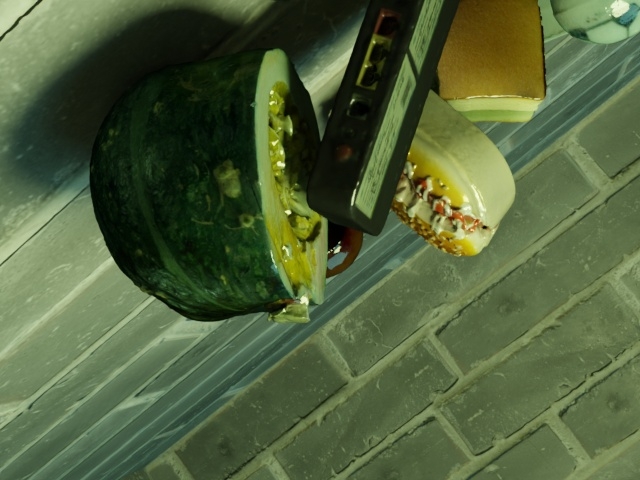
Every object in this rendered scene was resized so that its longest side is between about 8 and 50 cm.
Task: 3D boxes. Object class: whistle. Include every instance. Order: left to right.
[{"bbox_3d":[0.371,-0.341,1.078,0.164,0.163,0.290,-30,-170,-30],"label":"whistle"}]

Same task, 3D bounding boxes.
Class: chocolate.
[{"bbox_3d":[0.000,0.000,1.432,0.177,0.176,0.176,-35,168,-9],"label":"chocolate"}]

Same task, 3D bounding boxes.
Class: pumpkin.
[{"bbox_3d":[-0.109,-0.040,0.759,0.197,0.263,0.293,-9,166,12],"label":"pumpkin"}]

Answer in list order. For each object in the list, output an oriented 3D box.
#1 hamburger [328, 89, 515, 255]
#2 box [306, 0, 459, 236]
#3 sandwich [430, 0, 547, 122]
[{"bbox_3d":[0.136,-0.103,1.101,0.151,0.295,0.227,-45,157,-9],"label":"hamburger"},{"bbox_3d":[0.080,-0.182,0.815,0.211,0.058,0.350,27,83,-76],"label":"box"},{"bbox_3d":[0.222,-0.289,1.123,0.186,0.219,0.108,0,168,1],"label":"sandwich"}]
